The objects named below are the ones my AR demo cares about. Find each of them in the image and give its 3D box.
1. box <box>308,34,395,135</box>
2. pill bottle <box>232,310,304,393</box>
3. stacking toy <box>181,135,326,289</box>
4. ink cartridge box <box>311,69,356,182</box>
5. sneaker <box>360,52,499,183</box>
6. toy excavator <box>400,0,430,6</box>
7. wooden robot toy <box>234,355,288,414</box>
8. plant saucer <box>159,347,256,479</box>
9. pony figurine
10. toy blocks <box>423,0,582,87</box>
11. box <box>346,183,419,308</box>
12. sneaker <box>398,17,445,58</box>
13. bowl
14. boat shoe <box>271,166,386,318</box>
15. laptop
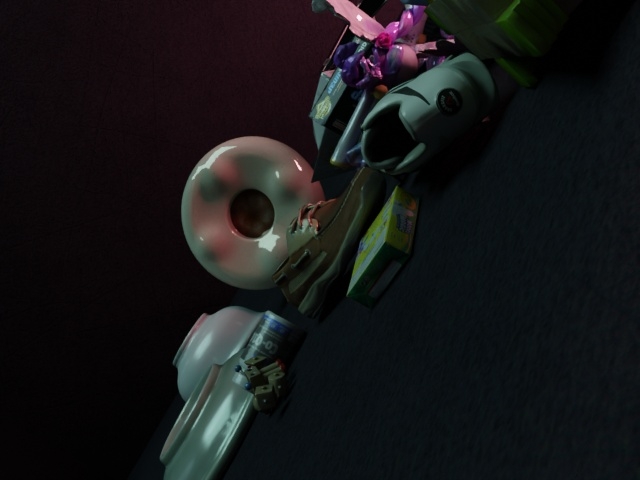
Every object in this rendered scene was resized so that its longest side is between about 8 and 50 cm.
[{"bbox_3d":[0.097,-0.268,1.583,0.220,0.051,0.175,20,-75,-52],"label":"box"},{"bbox_3d":[-0.093,0.199,1.449,0.137,0.078,0.078,-61,7,-7],"label":"pill bottle"},{"bbox_3d":[-0.103,-0.082,2.081,0.351,0.350,0.480,-58,-10,14],"label":"stacking toy"},{"bbox_3d":[0.060,-0.242,1.681,0.189,0.066,0.232,-19,-34,-37],"label":"ink cartridge box"},{"bbox_3d":[0.101,-0.144,1.123,0.146,0.122,0.330,-33,-2,-16],"label":"sneaker"},{"bbox_3d":[0.246,-0.524,1.101,0.222,0.444,0.433,-110,26,-70],"label":"toy excavator"},{"bbox_3d":[-0.083,0.242,1.334,0.173,0.076,0.079,-149,44,-72],"label":"wooden robot toy"},{"bbox_3d":[-0.220,0.357,1.629,0.401,0.100,0.400,-59,7,12],"label":"plant saucer"},{"bbox_3d":[0.122,-0.293,1.356,0.351,0.302,0.364,-54,-18,-68],"label":"pony figurine"},{"bbox_3d":[0.249,-0.324,0.883,0.261,0.190,0.381,-47,7,10],"label":"toy blocks"},{"bbox_3d":[0.087,0.001,1.128,0.105,0.043,0.179,-57,9,32],"label":"box"},{"bbox_3d":[0.200,-0.435,1.852,0.319,0.112,0.131,-52,12,44],"label":"sneaker"},{"bbox_3d":[-0.251,0.262,1.947,0.298,0.134,0.298,-58,-2,-3],"label":"bowl"},{"bbox_3d":[0.000,0.000,1.300,0.123,0.116,0.324,-52,-6,-46],"label":"boat shoe"},{"bbox_3d":[0.173,-0.497,2.091,0.236,0.408,0.382,-3,41,28],"label":"laptop"}]
